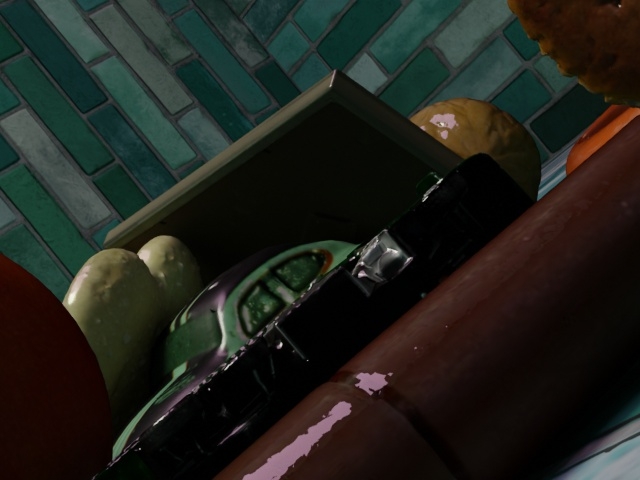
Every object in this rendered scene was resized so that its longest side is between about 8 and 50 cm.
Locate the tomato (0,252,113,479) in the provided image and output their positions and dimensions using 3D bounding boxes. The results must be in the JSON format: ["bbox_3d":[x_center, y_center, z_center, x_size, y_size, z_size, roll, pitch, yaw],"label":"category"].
[{"bbox_3d":[-0.234,0.138,0.697,0.298,0.226,0.298,-61,12,21],"label":"tomato"}]

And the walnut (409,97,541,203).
[{"bbox_3d":[0.121,-0.045,1.254,0.167,0.167,0.207,-39,-4,-16],"label":"walnut"}]

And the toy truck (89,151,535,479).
[{"bbox_3d":[0.001,0.069,0.639,0.259,0.088,0.121,-40,-2,-24],"label":"toy truck"}]

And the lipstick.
[{"bbox_3d":[-0.015,0.086,0.337,0.356,0.057,0.057,-39,-2,-21],"label":"lipstick"}]

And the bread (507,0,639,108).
[{"bbox_3d":[0.173,-0.148,0.588,0.199,0.199,0.104,-41,1,27],"label":"bread"}]

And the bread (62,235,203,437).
[{"bbox_3d":[-0.152,0.145,0.974,0.316,0.054,0.316,19,-90,-73],"label":"bread"}]

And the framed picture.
[{"bbox_3d":[0.000,0.000,0.992,0.289,0.211,0.020,-31,35,44],"label":"framed picture"}]

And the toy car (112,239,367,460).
[{"bbox_3d":[-0.050,0.088,0.901,0.136,0.125,0.306,-34,4,46],"label":"toy car"}]

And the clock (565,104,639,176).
[{"bbox_3d":[0.237,-0.096,0.836,0.205,0.051,0.205,-41,-1,-1],"label":"clock"}]
